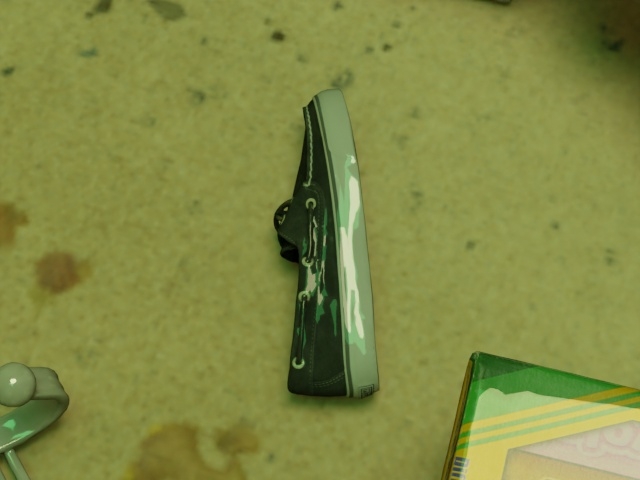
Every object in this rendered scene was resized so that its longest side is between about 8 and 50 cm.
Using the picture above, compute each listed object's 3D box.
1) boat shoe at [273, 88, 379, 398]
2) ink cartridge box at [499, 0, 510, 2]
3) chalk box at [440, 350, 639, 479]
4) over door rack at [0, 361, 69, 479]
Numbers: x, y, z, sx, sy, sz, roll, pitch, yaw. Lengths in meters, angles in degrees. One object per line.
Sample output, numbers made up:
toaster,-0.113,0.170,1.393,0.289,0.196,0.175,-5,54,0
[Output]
boat shoe,0.000,0.000,0.684,0.040,0.049,0.142,-5,71,0
ink cartridge box,0.011,-0.341,0.774,0.308,0.091,0.385,20,68,0
chalk box,0.143,0.140,0.582,0.213,0.132,0.132,13,70,6
over door rack,-0.195,0.216,0.576,0.324,0.108,0.239,-29,70,-9
